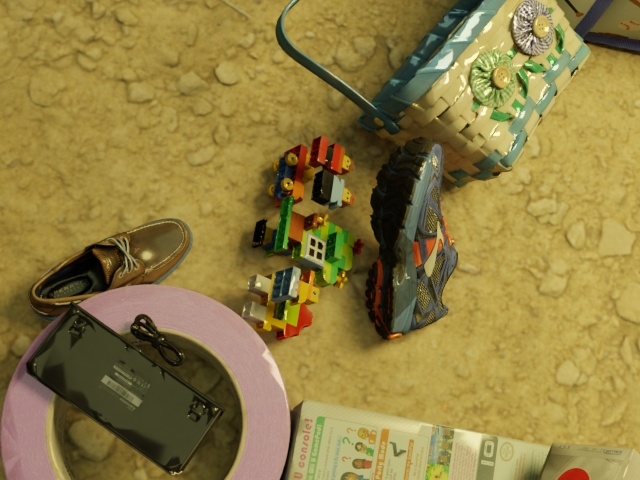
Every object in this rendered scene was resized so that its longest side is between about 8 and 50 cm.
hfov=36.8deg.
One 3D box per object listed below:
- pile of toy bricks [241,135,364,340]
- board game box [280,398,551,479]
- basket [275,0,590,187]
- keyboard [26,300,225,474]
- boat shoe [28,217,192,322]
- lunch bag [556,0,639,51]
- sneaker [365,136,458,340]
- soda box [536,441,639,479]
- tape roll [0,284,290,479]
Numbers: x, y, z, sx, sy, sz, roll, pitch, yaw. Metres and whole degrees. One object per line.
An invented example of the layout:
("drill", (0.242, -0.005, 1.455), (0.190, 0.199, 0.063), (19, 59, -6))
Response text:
("pile of toy bricks", (0.000, 0.000, 1.027), (0.105, 0.118, 0.212), (26, 61, -33))
("board game box", (0.103, 0.298, 0.957), (0.303, 0.097, 0.224), (13, 74, -5))
("basket", (0.127, -0.222, 1.037), (0.289, 0.201, 0.255), (37, 74, -5))
("keyboard", (-0.177, 0.129, 0.914), (0.180, 0.023, 0.108), (35, 81, 2))
("boat shoe", (-0.215, 0.029, 1.002), (0.183, 0.066, 0.066), (-31, 82, -13))
("lunch bag", (0.352, -0.362, 1.037), (0.385, 0.328, 0.239), (10, 71, -5))
("sneaker", (0.103, -0.004, 1.015), (0.087, 0.083, 0.221), (-5, 116, -24))
("soda box", (0.321, 0.307, 0.913), (0.286, 0.098, 0.091), (43, 61, -23))
("tape roll", (-0.170, 0.186, 0.957), (0.274, 0.090, 0.275), (2, 75, -6))
